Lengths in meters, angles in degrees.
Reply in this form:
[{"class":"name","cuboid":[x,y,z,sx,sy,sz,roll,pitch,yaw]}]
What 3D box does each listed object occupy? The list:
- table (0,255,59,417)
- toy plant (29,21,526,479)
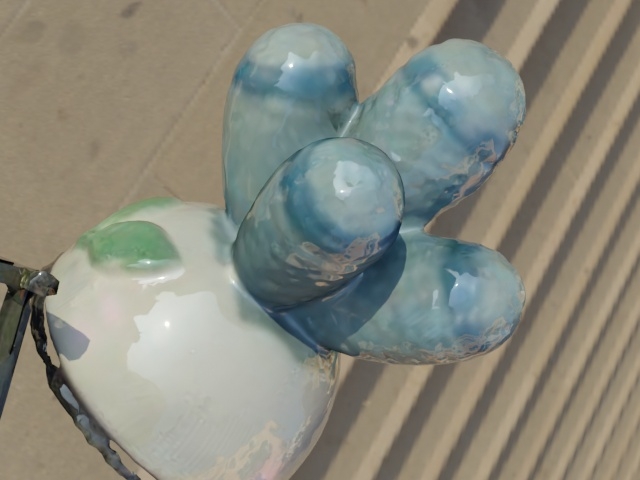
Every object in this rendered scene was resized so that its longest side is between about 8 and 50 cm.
[{"class":"table","cuboid":[-0.351,0.137,0.663,0.222,0.272,0.335,17,88,-40]},{"class":"toy plant","cuboid":[0.000,0.000,0.750,0.332,0.247,0.247,-40,135,19]}]
